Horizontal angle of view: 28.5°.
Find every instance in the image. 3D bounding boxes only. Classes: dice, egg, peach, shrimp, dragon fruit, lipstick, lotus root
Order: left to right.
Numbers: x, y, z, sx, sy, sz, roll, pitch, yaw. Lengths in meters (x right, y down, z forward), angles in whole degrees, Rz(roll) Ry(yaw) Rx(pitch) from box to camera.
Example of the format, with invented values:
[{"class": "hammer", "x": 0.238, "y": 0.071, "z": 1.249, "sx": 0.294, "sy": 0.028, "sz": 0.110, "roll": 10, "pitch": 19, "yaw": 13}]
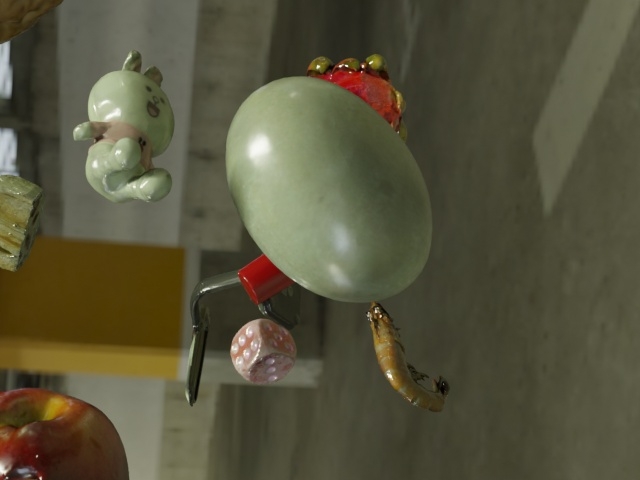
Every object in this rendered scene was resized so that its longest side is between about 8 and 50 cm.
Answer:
[{"class": "lotus root", "x": -0.494, "y": -0.048, "z": 1.934, "sx": 0.143, "sy": 0.144, "sz": 0.070, "roll": -59, "pitch": 2, "yaw": 30}, {"class": "peach", "x": -0.527, "y": 0.446, "z": 2.364, "sx": 0.406, "sy": 0.335, "sz": 0.310, "roll": 90, "pitch": 172, "yaw": -45}, {"class": "dice", "x": -0.107, "y": 0.210, "z": 2.368, "sx": 0.093, "sy": 0.091, "sz": 0.094, "roll": -49, "pitch": 43, "yaw": 25}, {"class": "lipstick", "x": 0.001, "y": 0.001, "z": 1.985, "sx": 0.073, "sy": 0.280, "sz": 0.073, "roll": 55, "pitch": 169, "yaw": 15}, {"class": "egg", "x": 0.012, "y": -0.071, "z": 1.798, "sx": 0.352, "sy": 0.258, "sz": 0.258, "roll": 58, "pitch": 171, "yaw": -1}, {"class": "dragon fruit", "x": 0.017, "y": -0.206, "z": 2.310, "sx": 0.243, "sy": 0.307, "sz": 0.227, "roll": 41, "pitch": -143, "yaw": -62}, {"class": "shrimp", "x": 0.117, "y": 0.152, "z": 1.637, "sx": 0.034, "sy": 0.124, "sz": 0.178, "roll": -48, "pitch": 33, "yaw": 21}]

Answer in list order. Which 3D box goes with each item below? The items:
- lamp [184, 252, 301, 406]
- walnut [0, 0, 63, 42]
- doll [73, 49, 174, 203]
[{"class": "lamp", "x": -0.153, "y": 0.151, "z": 2.114, "sx": 0.283, "sy": 0.124, "sz": 0.203, "roll": -25, "pitch": 51, "yaw": 38}, {"class": "walnut", "x": -0.399, "y": -0.339, "z": 1.312, "sx": 0.333, "sy": 0.333, "sz": 0.332, "roll": -176, "pitch": 90, "yaw": -83}, {"class": "doll", "x": -0.276, "y": -0.154, "z": 1.785, "sx": 0.113, "sy": 0.155, "sz": 0.275, "roll": -37, "pitch": 37, "yaw": 26}]
